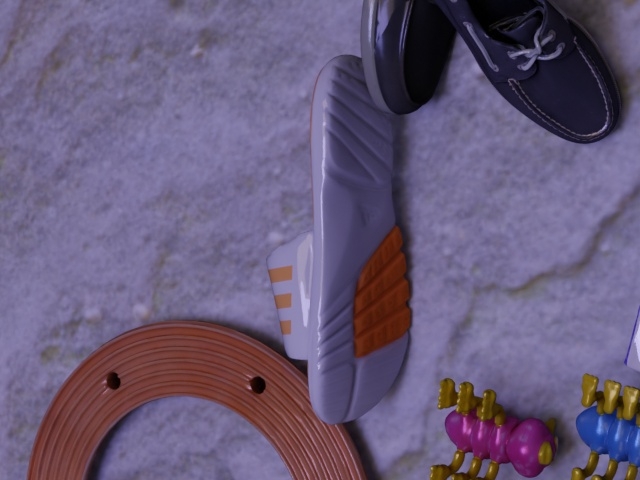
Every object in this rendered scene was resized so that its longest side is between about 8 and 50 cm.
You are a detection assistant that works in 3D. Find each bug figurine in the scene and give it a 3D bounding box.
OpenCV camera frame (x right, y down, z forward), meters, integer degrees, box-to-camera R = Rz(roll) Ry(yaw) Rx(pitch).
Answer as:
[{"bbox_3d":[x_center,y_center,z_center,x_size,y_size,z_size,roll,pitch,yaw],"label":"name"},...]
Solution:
[{"bbox_3d":[0.158,0.210,1.231,0.216,0.072,0.279,20,107,35],"label":"bug figurine"}]

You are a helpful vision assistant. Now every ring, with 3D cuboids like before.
[{"bbox_3d":[-0.097,0.230,1.408,0.337,0.032,0.336,2,95,31],"label":"ring"}]

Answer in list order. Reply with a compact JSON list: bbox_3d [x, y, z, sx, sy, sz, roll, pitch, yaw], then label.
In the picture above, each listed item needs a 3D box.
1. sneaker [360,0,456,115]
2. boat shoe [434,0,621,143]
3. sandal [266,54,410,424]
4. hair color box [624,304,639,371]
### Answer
[{"bbox_3d":[0.105,-0.186,1.233,0.118,0.083,0.222,18,101,27],"label":"sneaker"},{"bbox_3d":[0.128,-0.137,1.186,0.075,0.065,0.206,-36,107,19],"label":"boat shoe"},{"bbox_3d":[0.007,-0.001,1.297,0.076,0.102,0.265,3,95,41],"label":"sandal"},{"bbox_3d":[0.375,0.036,1.072,0.339,0.110,0.185,19,101,30],"label":"hair color box"}]
